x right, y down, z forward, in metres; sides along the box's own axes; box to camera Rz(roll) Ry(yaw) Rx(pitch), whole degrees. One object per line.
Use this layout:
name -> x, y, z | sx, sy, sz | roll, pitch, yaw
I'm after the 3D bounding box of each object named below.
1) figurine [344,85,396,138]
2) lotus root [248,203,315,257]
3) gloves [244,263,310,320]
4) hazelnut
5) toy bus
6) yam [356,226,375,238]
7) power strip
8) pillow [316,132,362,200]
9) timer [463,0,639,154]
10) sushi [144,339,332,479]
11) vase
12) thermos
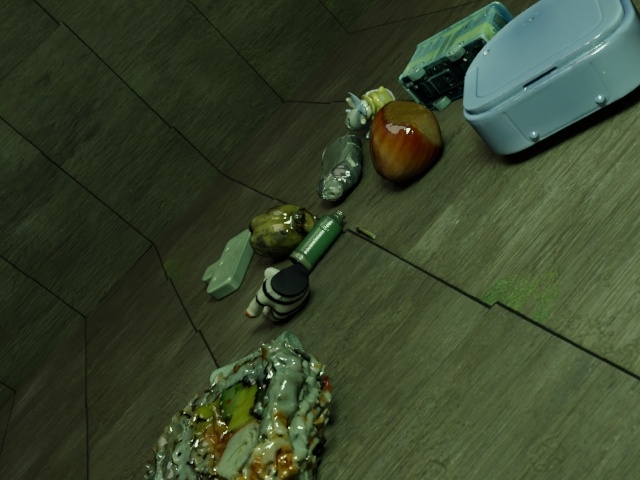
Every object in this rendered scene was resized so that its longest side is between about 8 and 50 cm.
figurine -> 0.155, -0.420, 2.015 | 0.184, 0.128, 0.208 | -38, -14, 13
lotus root -> -0.102, -0.034, 1.830 | 0.278, 0.154, 0.154 | -22, 33, 45
gloves -> -0.103, 0.143, 1.591 | 0.218, 0.132, 0.140 | 113, -177, -57
hazelnut -> 0.220, -0.253, 1.616 | 0.186, 0.210, 0.210 | -22, 23, -5
toy bus -> 0.390, -0.502, 1.746 | 0.312, 0.152, 0.190 | -15, 38, 51
yam -> 0.113, -0.021, 1.598 | 0.014, 0.014, 0.107 | -48, 23, -4
power strip -> -0.313, 0.090, 2.084 | 0.194, 0.059, 0.264 | -30, 28, 33
pillow -> 0.061, -0.232, 1.934 | 0.161, 0.093, 0.335 | -40, 24, 24
timer -> 0.495, -0.374, 1.327 | 0.395, 0.173, 0.395 | -38, 24, 21
sushi -> -0.143, 0.366, 1.190 | 0.418, 0.176, 0.417 | -37, 25, 20
vase -> -0.140, 0.289, 1.428 | 0.219, 0.096, 0.096 | -34, 26, 19
thermos -> 0.001, 0.000, 1.696 | 0.073, 0.083, 0.187 | 26, 71, 43
